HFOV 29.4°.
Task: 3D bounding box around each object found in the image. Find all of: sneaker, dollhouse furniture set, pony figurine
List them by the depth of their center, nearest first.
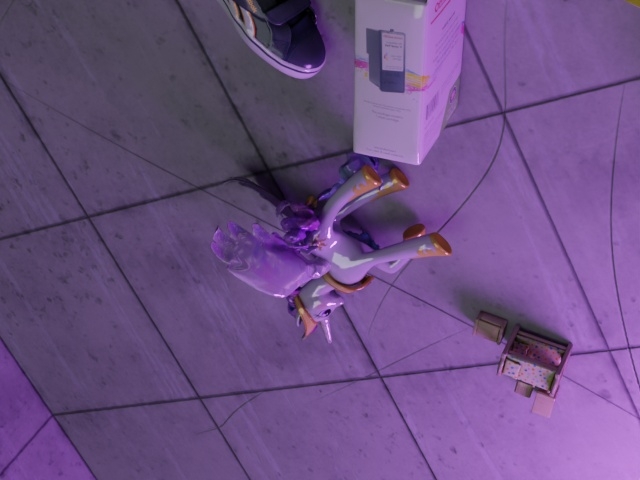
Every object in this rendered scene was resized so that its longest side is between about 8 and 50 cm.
[{"bbox_3d":[-0.093,-0.413,2.002,0.321,0.126,0.127,47,139,-7],"label":"sneaker"},{"bbox_3d":[0.000,0.000,2.198,0.363,0.303,0.351,-37,110,27],"label":"pony figurine"},{"bbox_3d":[0.352,0.249,2.267,0.181,0.101,0.161,20,131,16],"label":"dollhouse furniture set"}]

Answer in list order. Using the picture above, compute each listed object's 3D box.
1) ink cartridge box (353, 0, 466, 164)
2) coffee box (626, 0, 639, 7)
[{"bbox_3d":[0.139,-0.322,1.881,0.119,0.207,0.354,14,129,18],"label":"ink cartridge box"},{"bbox_3d":[0.466,-0.491,1.475,0.338,0.334,0.338,27,133,10],"label":"coffee box"}]
